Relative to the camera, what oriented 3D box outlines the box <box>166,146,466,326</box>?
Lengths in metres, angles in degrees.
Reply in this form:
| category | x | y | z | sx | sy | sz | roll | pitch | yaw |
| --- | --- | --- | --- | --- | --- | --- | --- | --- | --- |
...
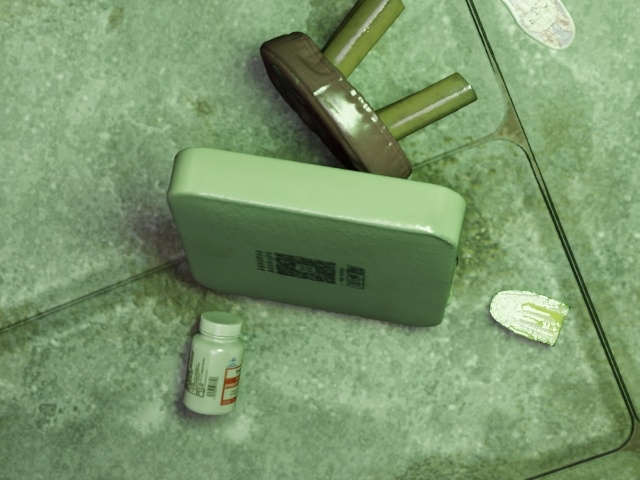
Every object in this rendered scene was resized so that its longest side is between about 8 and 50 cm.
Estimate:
| category | x | y | z | sx | sy | sz | roll | pitch | yaw |
| --- | --- | --- | --- | --- | --- | --- | --- | --- | --- |
| box | 0.000 | 0.000 | 1.752 | 0.373 | 0.367 | 0.090 | 9 | 69 | 4 |

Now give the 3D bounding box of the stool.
| category | x | y | z | sx | sy | sz | roll | pitch | yaw |
| --- | --- | --- | --- | --- | --- | --- | --- | --- | --- |
| stool | 0.064 | -0.199 | 1.743 | 0.178 | 0.272 | 0.272 | -40 | 96 | -2 |

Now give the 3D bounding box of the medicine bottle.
| category | x | y | z | sx | sy | sz | roll | pitch | yaw |
| --- | --- | --- | --- | --- | --- | --- | --- | --- | --- |
| medicine bottle | -0.154 | 0.178 | 1.941 | 0.079 | 0.079 | 0.140 | 11 | 104 | 5 |

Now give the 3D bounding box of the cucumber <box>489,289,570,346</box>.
| category | x | y | z | sx | sy | sz | roll | pitch | yaw |
| --- | --- | --- | --- | --- | --- | --- | --- | --- | --- |
| cucumber | 0.293 | 0.105 | 1.889 | 0.107 | 0.035 | 0.067 | 21 | 87 | 3 |

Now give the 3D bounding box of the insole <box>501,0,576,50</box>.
| category | x | y | z | sx | sy | sz | roll | pitch | yaw |
| --- | --- | --- | --- | --- | --- | --- | --- | --- | --- |
| insole | 0.271 | -0.334 | 1.800 | 0.197 | 0.004 | 0.065 | 44 | 105 | -5 |
